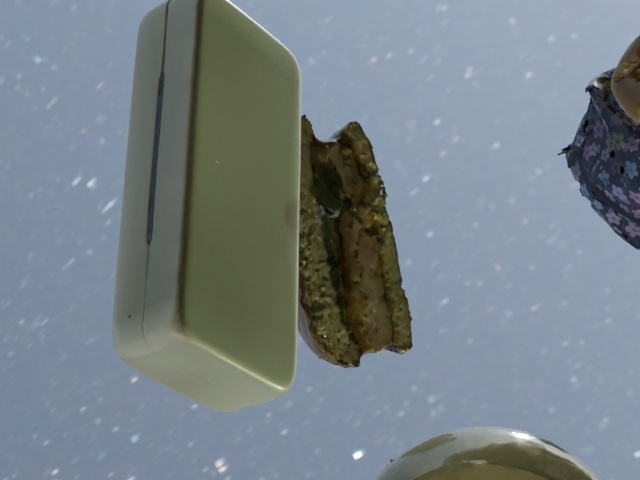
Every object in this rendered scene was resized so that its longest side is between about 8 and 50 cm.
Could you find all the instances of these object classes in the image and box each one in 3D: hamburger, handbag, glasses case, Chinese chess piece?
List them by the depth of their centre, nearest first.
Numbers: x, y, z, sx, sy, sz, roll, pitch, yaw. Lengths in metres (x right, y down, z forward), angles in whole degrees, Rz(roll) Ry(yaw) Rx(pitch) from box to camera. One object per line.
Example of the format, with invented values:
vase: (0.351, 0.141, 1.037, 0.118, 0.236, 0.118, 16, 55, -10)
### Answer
glasses case: (-0.080, -0.034, 1.164, 0.131, 0.070, 0.313, 34, -135, -42)
Chinese chess piece: (0.143, 0.277, 1.291, 0.251, 0.251, 0.097, 49, -165, -3)
hamburger: (0.000, 0.000, 1.607, 0.124, 0.131, 0.262, -13, -85, -30)
handbag: (0.412, -0.091, 1.935, 0.126, 0.208, 0.229, -32, -118, -22)

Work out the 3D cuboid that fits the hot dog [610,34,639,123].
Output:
hot dog: (0.399, -0.225, 1.611, 0.073, 0.242, 0.084, 27, -159, -54)
